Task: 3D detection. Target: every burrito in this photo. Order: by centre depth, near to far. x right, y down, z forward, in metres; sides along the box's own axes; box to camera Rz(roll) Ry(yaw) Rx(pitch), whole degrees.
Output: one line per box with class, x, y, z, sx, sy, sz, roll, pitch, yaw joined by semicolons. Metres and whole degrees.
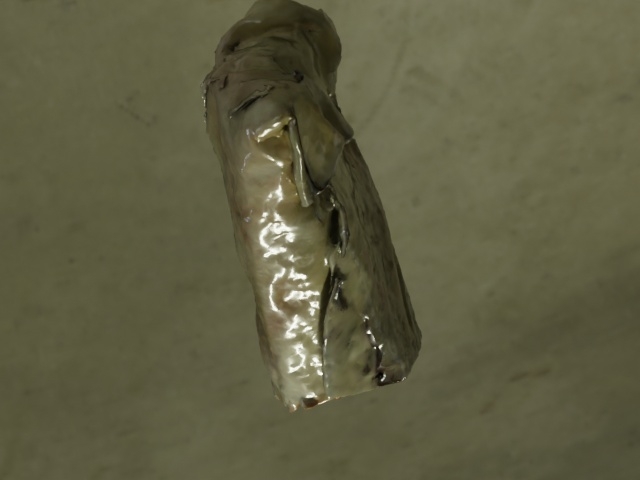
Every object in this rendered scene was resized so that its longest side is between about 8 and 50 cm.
burrito;-0.002;0.010;0.989;0.107;0.175;0.347;-2;137;14
